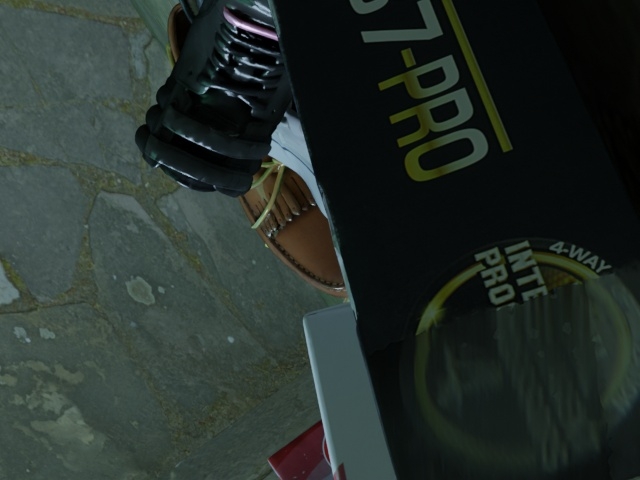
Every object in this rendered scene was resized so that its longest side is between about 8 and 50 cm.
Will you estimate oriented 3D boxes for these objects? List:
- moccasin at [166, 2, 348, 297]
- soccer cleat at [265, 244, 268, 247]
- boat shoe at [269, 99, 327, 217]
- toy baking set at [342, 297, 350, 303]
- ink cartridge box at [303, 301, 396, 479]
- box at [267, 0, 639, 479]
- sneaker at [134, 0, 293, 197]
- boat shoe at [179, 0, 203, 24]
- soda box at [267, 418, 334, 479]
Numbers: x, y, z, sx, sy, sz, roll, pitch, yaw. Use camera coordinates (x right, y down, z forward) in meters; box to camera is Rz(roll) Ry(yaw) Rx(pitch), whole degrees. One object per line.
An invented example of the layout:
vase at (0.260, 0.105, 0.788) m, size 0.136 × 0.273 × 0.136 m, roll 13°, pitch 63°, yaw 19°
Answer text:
moccasin at (-0.049, -0.104, 1.351) m, size 0.380 × 0.139 × 0.147 m, roll 63°, pitch -172°, yaw 20°
soccer cleat at (0.000, 0.000, 1.612) m, size 0.289 × 0.121 × 0.093 m, roll 53°, pitch 175°, yaw 21°
boat shoe at (0.008, -0.095, 0.958) m, size 0.258 × 0.095 × 0.084 m, roll -136°, pitch 39°, yaw -54°
toy baking set at (0.028, 0.021, 1.457) m, size 0.256 × 0.030 × 0.197 m, roll 55°, pitch 142°, yaw 1°
ink cartridge box at (0.102, 0.232, 1.116) m, size 0.384 × 0.160 × 0.279 m, roll 75°, pitch -179°, yaw -68°
box at (0.088, 0.048, 0.541) m, size 0.395 × 0.097 × 0.318 m, roll 61°, pitch -166°, yaw -50°
sneaker at (-0.047, -0.104, 0.820) m, size 0.105 × 0.147 × 0.296 m, roll 24°, pitch 171°, yaw -10°
boat shoe at (-0.111, -0.267, 0.900) m, size 0.114 × 0.091 × 0.302 m, roll 50°, pitch 174°, yaw 47°
soda box at (0.076, 0.205, 1.414) m, size 0.092 × 0.263 × 0.083 m, roll 54°, pitch 176°, yaw 19°
